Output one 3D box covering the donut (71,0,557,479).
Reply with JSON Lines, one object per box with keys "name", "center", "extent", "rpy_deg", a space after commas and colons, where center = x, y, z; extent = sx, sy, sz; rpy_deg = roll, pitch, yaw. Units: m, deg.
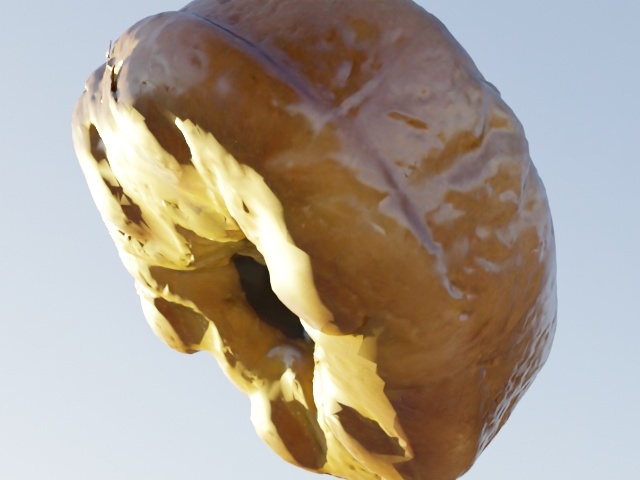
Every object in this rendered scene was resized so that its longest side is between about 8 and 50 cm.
{"name": "donut", "center": [0.000, 0.000, 0.832], "extent": [0.299, 0.150, 0.317], "rpy_deg": [52, -23, 1]}
